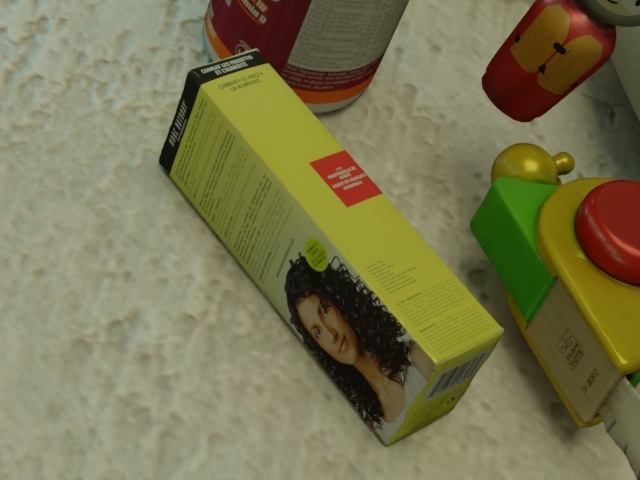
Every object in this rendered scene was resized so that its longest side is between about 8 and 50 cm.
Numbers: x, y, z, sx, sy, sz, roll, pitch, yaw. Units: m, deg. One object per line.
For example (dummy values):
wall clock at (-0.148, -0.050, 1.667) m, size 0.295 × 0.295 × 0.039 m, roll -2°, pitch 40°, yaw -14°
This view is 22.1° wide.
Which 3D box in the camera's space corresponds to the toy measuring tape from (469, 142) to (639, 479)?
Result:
toy measuring tape at (0.197, 0.069, 0.946) m, size 0.121 × 0.121 × 0.330 m, roll -10°, pitch 56°, yaw -29°

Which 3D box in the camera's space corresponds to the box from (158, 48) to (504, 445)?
box at (0.000, 0.000, 0.943) m, size 0.058 × 0.087 × 0.232 m, roll -23°, pitch 61°, yaw -35°

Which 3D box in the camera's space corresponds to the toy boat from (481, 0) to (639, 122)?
toy boat at (0.253, -0.114, 1.056) m, size 0.318 × 0.148 × 0.267 m, roll 10°, pitch 44°, yaw -40°

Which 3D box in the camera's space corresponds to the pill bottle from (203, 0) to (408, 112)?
pill bottle at (0.009, -0.193, 1.019) m, size 0.121 × 0.221 × 0.121 m, roll 11°, pitch 48°, yaw -13°
